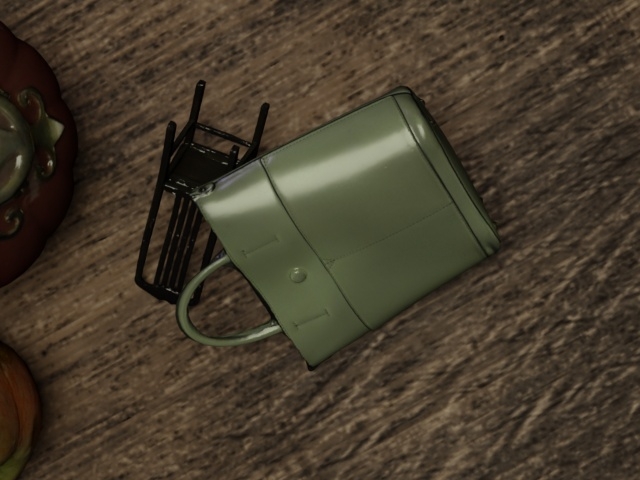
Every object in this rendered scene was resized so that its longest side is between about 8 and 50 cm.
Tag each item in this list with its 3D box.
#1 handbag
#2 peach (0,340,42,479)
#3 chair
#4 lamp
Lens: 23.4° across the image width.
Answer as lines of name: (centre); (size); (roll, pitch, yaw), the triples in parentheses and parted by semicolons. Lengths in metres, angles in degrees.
handbag: (0.000, 0.000, 1.504); (0.315, 0.109, 0.241); (-29, 120, 9)
peach: (-0.399, 0.162, 1.510); (0.235, 0.214, 0.214); (40, 93, 11)
chair: (-0.123, -0.042, 1.559); (0.084, 0.101, 0.212); (21, 128, 6)
lamp: (-0.382, -0.082, 1.480); (0.303, 0.257, 0.303); (0, 90, -36)
